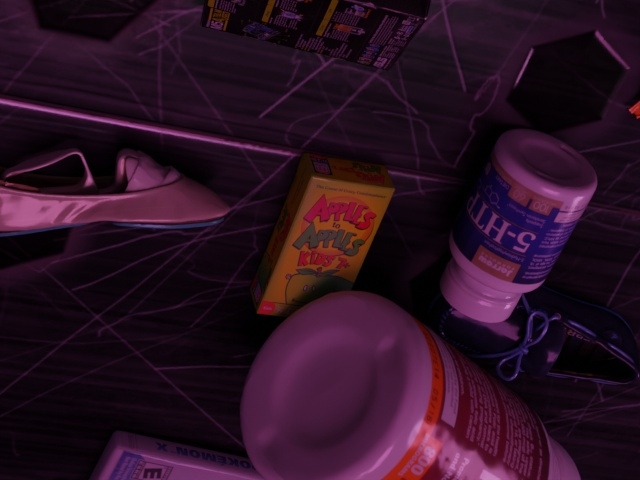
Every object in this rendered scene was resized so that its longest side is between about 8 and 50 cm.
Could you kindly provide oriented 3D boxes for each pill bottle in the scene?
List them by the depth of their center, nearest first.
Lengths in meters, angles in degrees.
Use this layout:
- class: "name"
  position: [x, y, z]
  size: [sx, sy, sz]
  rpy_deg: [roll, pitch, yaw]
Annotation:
- class: "pill bottle"
  position: [0.197, -0.011, 1.758]
  size: [0.112, 0.112, 0.187]
  rpy_deg: [10, 125, -22]
- class: "pill bottle"
  position: [0.111, 0.228, 1.831]
  size: [0.224, 0.224, 0.392]
  rpy_deg: [-37, 138, 16]

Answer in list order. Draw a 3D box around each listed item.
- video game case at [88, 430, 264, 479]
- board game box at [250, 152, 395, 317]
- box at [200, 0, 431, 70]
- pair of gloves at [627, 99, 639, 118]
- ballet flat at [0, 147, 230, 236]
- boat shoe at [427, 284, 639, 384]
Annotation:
- class: "video game case"
  position: [-0.163, 0.376, 2.021]
  size: [0.300, 0.036, 0.329]
  rpy_deg: [15, 123, -23]
- class: "board game box"
  position: [0.000, 0.000, 1.759]
  size: [0.092, 0.043, 0.181]
  rpy_deg: [8, 126, -21]
- class: "box"
  position: [-0.008, -0.206, 1.485]
  size: [0.184, 0.191, 0.045]
  rpy_deg: [15, 81, -4]
- class: "pair of gloves"
  position: [0.363, -0.140, 1.763]
  size: [0.074, 0.010, 0.083]
  rpy_deg: [-39, 130, 16]
- class: "ballet flat"
  position: [-0.210, -0.050, 1.646]
  size: [0.248, 0.086, 0.086]
  rpy_deg: [-4, 129, -11]
- class: "boat shoe"
  position: [0.246, 0.101, 1.878]
  size: [0.258, 0.089, 0.109]
  rpy_deg: [6, 126, -19]
